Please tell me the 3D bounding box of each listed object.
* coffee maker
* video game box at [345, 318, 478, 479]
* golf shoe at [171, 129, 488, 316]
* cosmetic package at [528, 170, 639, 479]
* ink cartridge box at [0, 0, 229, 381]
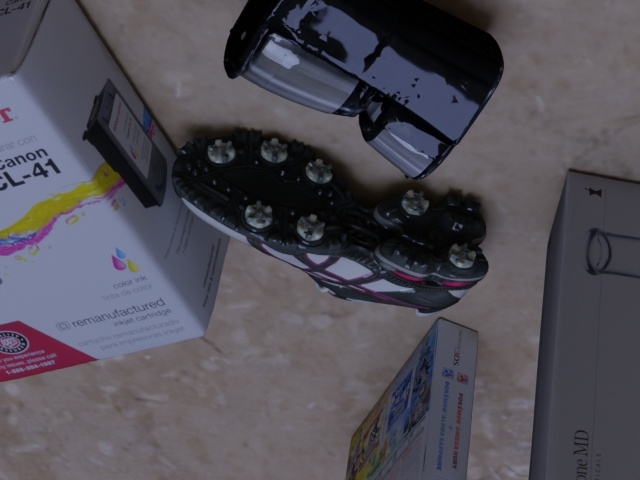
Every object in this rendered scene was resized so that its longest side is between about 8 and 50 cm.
[{"bbox_3d":[0.044,-0.150,1.417,0.178,0.120,0.171,27,133,-16],"label":"coffee maker"},{"bbox_3d":[0.074,0.202,1.722,0.048,0.187,0.205,19,136,-13],"label":"video game box"},{"bbox_3d":[0.000,0.000,1.595,0.273,0.105,0.120,19,143,-7],"label":"golf shoe"},{"bbox_3d":[0.306,0.126,1.459,0.284,0.377,0.097,9,135,2],"label":"cosmetic package"},{"bbox_3d":[-0.245,-0.040,1.582,0.226,0.131,0.306,-13,132,24],"label":"ink cartridge box"}]
